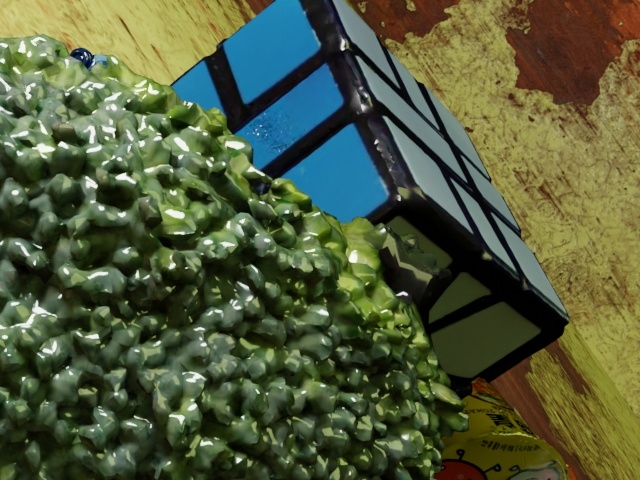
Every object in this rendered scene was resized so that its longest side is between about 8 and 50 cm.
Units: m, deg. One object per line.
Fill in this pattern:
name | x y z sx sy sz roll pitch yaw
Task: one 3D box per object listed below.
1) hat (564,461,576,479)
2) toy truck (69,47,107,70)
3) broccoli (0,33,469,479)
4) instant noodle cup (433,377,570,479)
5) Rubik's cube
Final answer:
hat | 0.271 0.350 1.252 0.112 0.093 0.162 22 34 -12
toy truck | -0.214 -0.126 0.931 0.056 0.073 0.090 0 70 -68
broccoli | -0.086 0.084 0.545 0.338 0.277 0.317 18 -17 0
instant noodle cup | 0.142 0.224 1.033 0.182 0.182 0.144 44 12 -29
Rubik's cube | 0.000 0.000 0.890 0.293 0.288 0.283 36 24 -49
